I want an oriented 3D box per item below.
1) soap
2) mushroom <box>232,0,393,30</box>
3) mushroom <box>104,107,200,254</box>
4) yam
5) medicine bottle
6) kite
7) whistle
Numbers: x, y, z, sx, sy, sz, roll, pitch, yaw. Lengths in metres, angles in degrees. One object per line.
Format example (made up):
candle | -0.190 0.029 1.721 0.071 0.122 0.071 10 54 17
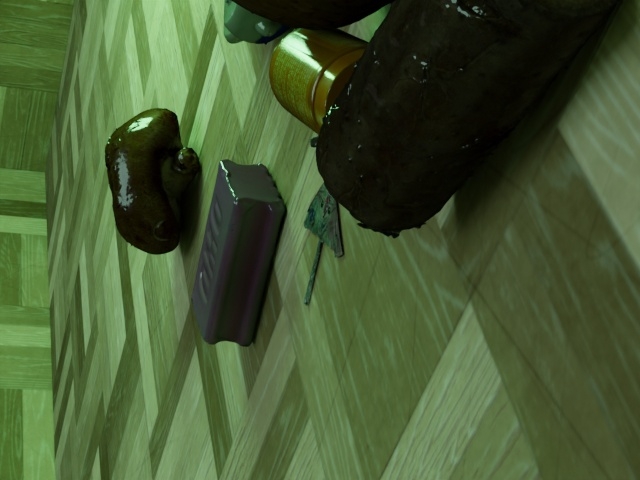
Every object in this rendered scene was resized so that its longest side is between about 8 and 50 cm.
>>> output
soap | -0.104 0.015 1.424 0.122 0.066 0.203 -118 37 -58
mushroom | 0.002 -0.377 1.039 0.334 0.356 0.331 57 158 -14
mushroom | -0.275 -0.090 1.830 0.194 0.138 0.231 139 133 -64
yam | 0.091 -0.120 0.815 0.279 0.131 0.131 126 144 -55
medicine bottle | 0.020 -0.138 1.058 0.192 0.096 0.096 -135 53 -65
kite | 0.001 0.000 1.219 0.137 0.005 0.152 -140 57 -68
whistle | -0.061 -0.281 1.336 0.244 0.092 0.110 151 120 -66
